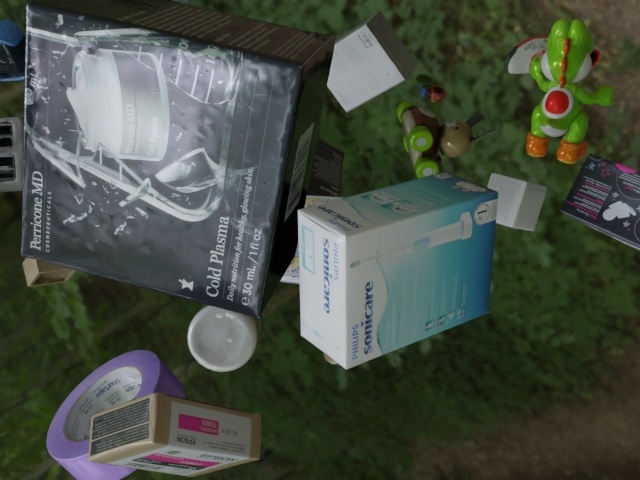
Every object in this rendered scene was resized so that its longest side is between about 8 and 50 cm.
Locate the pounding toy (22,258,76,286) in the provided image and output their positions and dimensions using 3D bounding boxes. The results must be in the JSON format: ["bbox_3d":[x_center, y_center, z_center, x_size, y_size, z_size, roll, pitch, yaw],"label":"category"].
[{"bbox_3d":[-0.726,0.057,2.160,0.141,0.130,0.100,-7,-108,-38],"label":"pounding toy"}]

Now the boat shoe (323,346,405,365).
[{"bbox_3d":[0.141,0.176,1.582,0.092,0.285,0.103,51,-171,-33],"label":"boat shoe"}]

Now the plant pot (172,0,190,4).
[{"bbox_3d":[-0.446,-0.639,1.894,0.248,0.252,0.247,-22,-102,-53],"label":"plant pot"}]

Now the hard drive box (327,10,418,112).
[{"bbox_3d":[0.113,-0.474,2.126,0.181,0.232,0.089,52,-132,-16],"label":"hard drive box"}]

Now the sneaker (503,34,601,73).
[{"bbox_3d":[0.655,-0.506,2.215,0.145,0.270,0.090,49,152,38],"label":"sneaker"}]

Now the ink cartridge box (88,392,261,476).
[{"bbox_3d":[-0.252,0.344,1.384,0.234,0.193,0.088,24,-126,-40],"label":"ink cartridge box"}]

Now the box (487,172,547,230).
[{"bbox_3d":[0.404,-0.080,1.666,0.087,0.102,0.101,22,-170,40],"label":"box"}]

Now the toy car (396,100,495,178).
[{"bbox_3d":[0.278,-0.236,1.726,0.155,0.188,0.149,-101,-5,-55],"label":"toy car"}]

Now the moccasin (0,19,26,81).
[{"bbox_3d":[-0.655,-0.311,1.474,0.138,0.342,0.117,-59,-46,-31],"label":"moccasin"}]

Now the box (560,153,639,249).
[{"bbox_3d":[0.662,-0.058,1.654,0.163,0.142,0.247,19,-169,-42],"label":"box"}]

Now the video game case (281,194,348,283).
[{"bbox_3d":[0.000,0.000,1.779,0.026,0.227,0.206,33,-114,-56],"label":"video game case"}]

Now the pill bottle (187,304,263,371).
[{"bbox_3d":[-0.223,0.211,1.927,0.162,0.162,0.278,62,-177,-4],"label":"pill bottle"}]

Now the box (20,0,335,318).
[{"bbox_3d":[-0.263,-0.174,1.468,0.297,0.471,0.480,-61,-16,-64],"label":"box"}]

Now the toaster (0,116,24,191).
[{"bbox_3d":[-0.763,-0.204,1.892,0.110,0.185,0.168,126,139,-85],"label":"toaster"}]

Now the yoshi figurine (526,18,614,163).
[{"bbox_3d":[0.623,-0.395,2.011,0.203,0.203,0.362,-118,21,-54],"label":"yoshi figurine"}]

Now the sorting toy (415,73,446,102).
[{"bbox_3d":[0.296,-0.410,2.177,0.102,0.061,0.042,45,143,24],"label":"sorting toy"}]

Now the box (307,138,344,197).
[{"bbox_3d":[-0.126,-0.114,2.294,0.179,0.343,0.313,19,-109,-52],"label":"box"}]

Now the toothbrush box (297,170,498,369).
[{"bbox_3d":[0.120,0.037,1.216,0.126,0.295,0.216,29,129,48],"label":"toothbrush box"}]

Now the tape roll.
[{"bbox_3d":[-0.410,0.351,1.593,0.090,0.274,0.275,55,-173,-29],"label":"tape roll"}]
